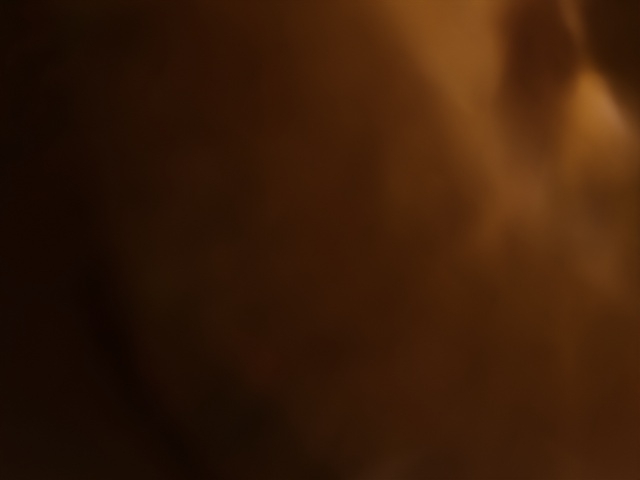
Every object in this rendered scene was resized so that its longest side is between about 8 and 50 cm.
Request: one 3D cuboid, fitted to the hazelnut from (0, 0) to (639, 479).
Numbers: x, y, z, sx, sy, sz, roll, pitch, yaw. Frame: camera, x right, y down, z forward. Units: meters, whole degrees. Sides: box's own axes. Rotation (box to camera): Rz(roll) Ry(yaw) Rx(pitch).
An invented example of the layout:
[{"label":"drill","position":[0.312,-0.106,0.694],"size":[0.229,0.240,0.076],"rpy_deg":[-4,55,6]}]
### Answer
[{"label":"hazelnut","position":[0.000,0.000,0.527],"size":[0.409,0.359,0.359],"rpy_deg":[39,-95,-25]}]
